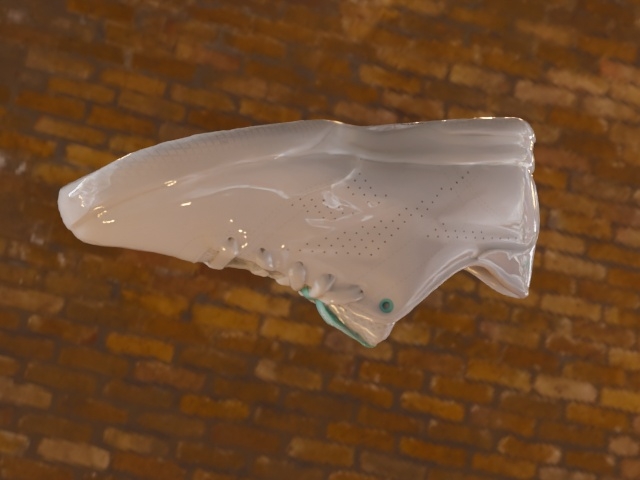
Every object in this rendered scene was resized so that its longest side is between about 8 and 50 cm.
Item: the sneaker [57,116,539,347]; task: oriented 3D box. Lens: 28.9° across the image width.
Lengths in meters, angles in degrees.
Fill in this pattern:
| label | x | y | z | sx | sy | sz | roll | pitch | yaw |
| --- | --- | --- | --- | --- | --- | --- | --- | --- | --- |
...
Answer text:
| label | x | y | z | sx | sy | sz | roll | pitch | yaw |
| --- | --- | --- | --- | --- | --- | --- | --- | --- | --- |
| sneaker | 0.000 | 0.000 | 0.521 | 0.212 | 0.080 | 0.094 | -5 | -92 | -18 |
